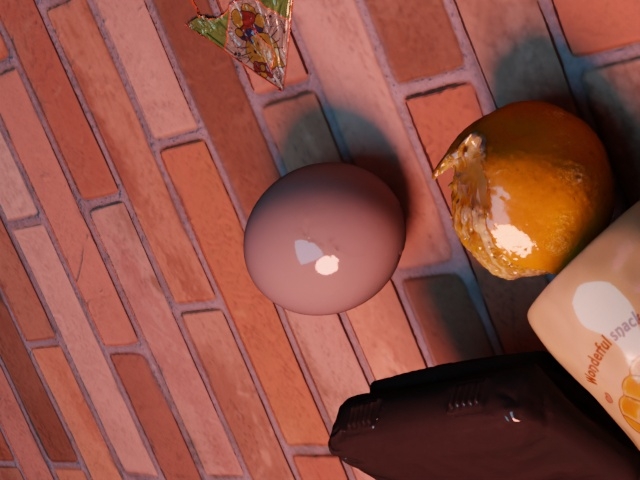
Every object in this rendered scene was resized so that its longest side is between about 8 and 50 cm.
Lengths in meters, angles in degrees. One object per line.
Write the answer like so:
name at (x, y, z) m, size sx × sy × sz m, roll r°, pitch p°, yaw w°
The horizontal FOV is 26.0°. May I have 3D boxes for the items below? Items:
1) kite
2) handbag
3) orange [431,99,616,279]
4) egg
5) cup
kite at (-0.091, -0.260, 1.388) m, size 0.198 × 0.006 × 0.244 m, roll -21°, pitch 99°, yaw 51°
handbag at (0.167, 0.194, 1.221) m, size 0.244 × 0.088 × 0.275 m, roll 38°, pitch 145°, yaw -23°
orange at (0.166, -0.042, 1.145) m, size 0.156 × 0.134 × 0.157 m, roll -32°, pitch 49°, yaw 46°
egg at (0.000, 0.000, 1.350) m, size 0.198 × 0.146 × 0.146 m, roll -19°, pitch 100°, yaw 57°
cup at (0.317, 0.051, 1.074) m, size 0.202 × 0.255 × 0.173 m, roll 48°, pitch -178°, yaw 14°
